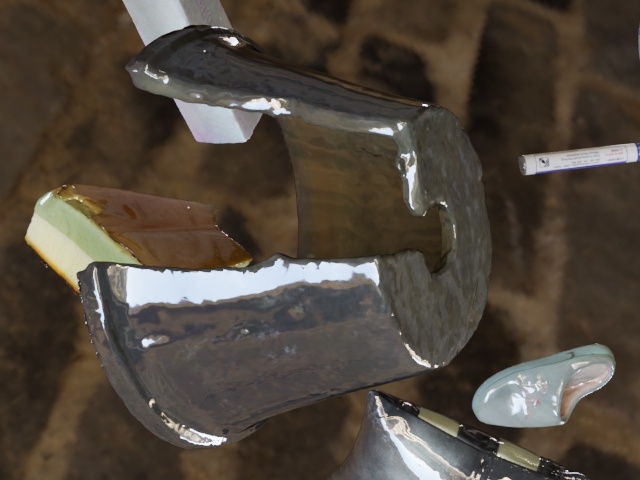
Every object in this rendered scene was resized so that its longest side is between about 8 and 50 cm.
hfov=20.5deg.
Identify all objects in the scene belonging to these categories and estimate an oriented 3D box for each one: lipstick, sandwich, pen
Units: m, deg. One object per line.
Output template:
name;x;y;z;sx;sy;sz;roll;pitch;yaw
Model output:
lipstick;-0.143;-0.230;1.772;0.317;0.068;0.066;64;-143;-43
sandwich;-0.210;0.009;2.102;0.220;0.108;0.186;38;-148;25
pen;0.336;-0.100;2.115;0.025;0.204;0.025;174;90;-81

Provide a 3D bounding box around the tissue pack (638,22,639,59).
tissue pack;0.410;-0.252;2.172;0.122;0.026;0.193;90;-174;-48

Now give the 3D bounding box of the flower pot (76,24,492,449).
flower pot;0.000;0.000;1.542;0.379;0.251;0.379;4;-95;-60

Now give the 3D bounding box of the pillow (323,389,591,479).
pillow;0.135;0.255;1.829;0.250;0.186;0.106;22;-134;2

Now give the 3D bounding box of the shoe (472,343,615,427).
shoe;0.293;0.199;2.282;0.078;0.195;0.079;-110;-5;-45
